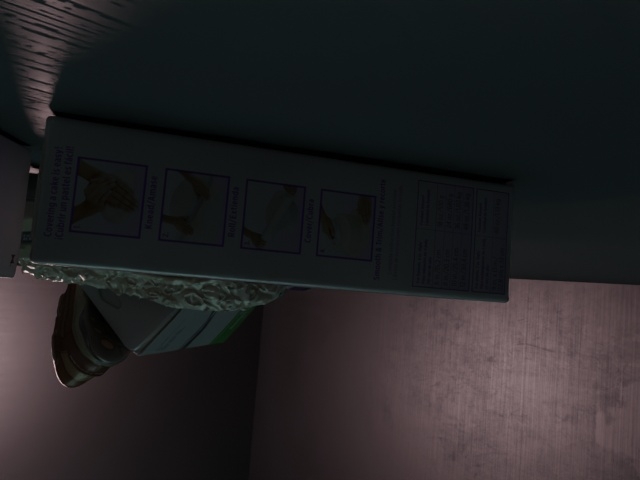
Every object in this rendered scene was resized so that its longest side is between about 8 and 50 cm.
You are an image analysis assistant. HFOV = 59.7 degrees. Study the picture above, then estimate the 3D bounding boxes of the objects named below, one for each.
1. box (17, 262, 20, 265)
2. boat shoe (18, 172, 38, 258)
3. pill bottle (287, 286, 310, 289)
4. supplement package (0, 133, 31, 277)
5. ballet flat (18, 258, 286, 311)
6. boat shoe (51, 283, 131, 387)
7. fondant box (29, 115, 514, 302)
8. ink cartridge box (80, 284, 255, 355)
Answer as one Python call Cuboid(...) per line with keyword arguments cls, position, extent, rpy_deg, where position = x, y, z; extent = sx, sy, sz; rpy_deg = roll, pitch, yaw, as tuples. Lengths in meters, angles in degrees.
Cuboid(cls="box", position=(-0.737, -0.012, 1.095), extent=(0.216, 0.060, 0.270), rpy_deg=(18, 174, -4))
Cuboid(cls="boat shoe", position=(-0.313, -0.031, 0.534), extent=(0.227, 0.079, 0.081), rpy_deg=(4, -140, -48))
Cuboid(cls="pill bottle", position=(-0.056, 0.061, 1.285), extent=(0.108, 0.108, 0.193), rpy_deg=(2, 175, 27))
Cuboid(cls="supplement package", position=(-0.315, -0.032, 0.380), extent=(0.179, 0.105, 0.105), rpy_deg=(5, 175, -5))
Cuboid(cls="ballet flat", position=(-0.232, 0.011, 0.766), extent=(0.408, 0.147, 0.147), rpy_deg=(5, 176, -3))
Cuboid(cls="boat shoe", position=(-0.395, 0.119, 0.945), extent=(0.123, 0.116, 0.324), rpy_deg=(43, -172, -28))
Cuboid(cls="fondant box", position=(-0.043, -0.008, 0.482), extent=(0.330, 0.096, 0.238), rpy_deg=(5, 176, -16))
Cuboid(cls="ink cartridge box", position=(-0.261, 0.076, 0.975), extent=(0.211, 0.121, 0.289), rpy_deg=(46, -173, 15))
